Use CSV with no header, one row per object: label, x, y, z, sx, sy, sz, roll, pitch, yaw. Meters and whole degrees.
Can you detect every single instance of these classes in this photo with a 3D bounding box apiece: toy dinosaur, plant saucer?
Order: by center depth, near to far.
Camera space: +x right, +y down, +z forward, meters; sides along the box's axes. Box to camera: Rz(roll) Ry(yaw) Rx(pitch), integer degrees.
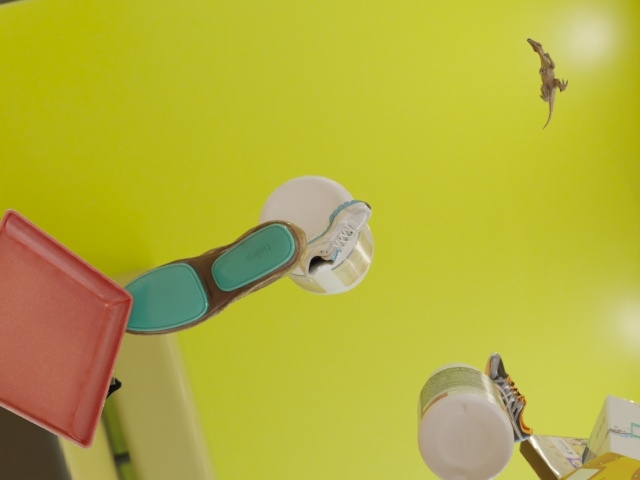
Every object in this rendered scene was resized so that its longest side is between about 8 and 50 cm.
plant saucer,-0.395,0.129,1.192,0.259,0.048,0.258,44,42,-40
toy dinosaur,0.426,-0.288,1.572,0.092,0.053,0.183,-77,152,-67

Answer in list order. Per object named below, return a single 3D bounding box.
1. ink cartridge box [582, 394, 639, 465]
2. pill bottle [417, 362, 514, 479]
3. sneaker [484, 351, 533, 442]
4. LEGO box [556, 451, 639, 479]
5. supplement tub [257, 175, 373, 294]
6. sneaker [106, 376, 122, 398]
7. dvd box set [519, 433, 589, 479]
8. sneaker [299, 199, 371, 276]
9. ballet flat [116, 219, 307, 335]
ink cartridge box,0.725,0.530,1.944,0.270,0.197,0.198,-54,158,-62
pill bottle,0.258,0.321,1.545,0.283,0.161,0.161,-42,118,-81
sneaker,0.422,0.355,1.913,0.084,0.083,0.214,-17,95,-67
LEGO box,0.349,0.607,1.267,0.372,0.501,0.193,65,-11,1
supplement tub,0.000,0.000,1.971,0.316,0.229,0.228,53,22,-70
sneaker,-0.476,0.311,1.676,0.089,0.170,0.051,49,-1,40
dvd box set,0.786,0.626,2.271,0.307,0.421,0.062,-121,-142,-72
sneaker,0.031,0.003,1.640,0.071,0.191,0.083,34,21,-35
ballet flat,-0.168,0.065,1.363,0.116,0.343,0.124,66,12,13
